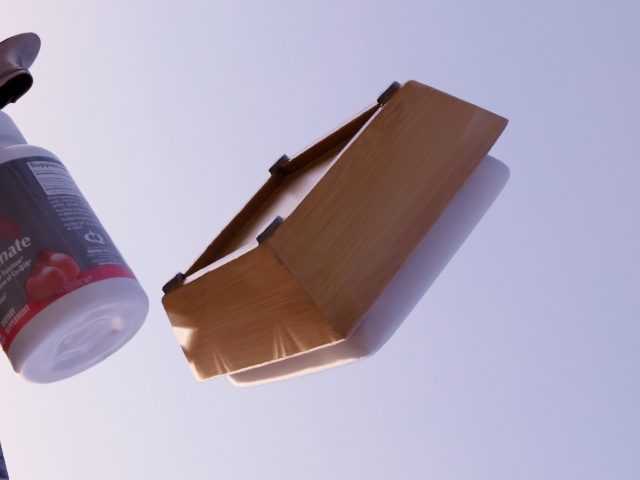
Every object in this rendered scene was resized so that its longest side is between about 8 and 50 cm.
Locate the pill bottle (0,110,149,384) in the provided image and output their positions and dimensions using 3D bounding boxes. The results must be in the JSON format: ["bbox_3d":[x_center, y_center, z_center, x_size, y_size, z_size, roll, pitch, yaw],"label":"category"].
[{"bbox_3d":[-0.355,-0.002,1.337,0.318,0.176,0.176,54,-48,20],"label":"pill bottle"}]

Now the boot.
[{"bbox_3d":[-0.301,-0.160,1.083,0.087,0.042,0.118,13,-121,52],"label":"boot"}]

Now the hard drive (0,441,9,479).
[{"bbox_3d":[-0.481,0.205,1.233,0.054,0.254,0.172,-56,-143,15],"label":"hard drive"}]

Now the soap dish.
[{"bbox_3d":[0.000,0.000,0.910,0.118,0.229,0.291,45,-27,-10],"label":"soap dish"}]
